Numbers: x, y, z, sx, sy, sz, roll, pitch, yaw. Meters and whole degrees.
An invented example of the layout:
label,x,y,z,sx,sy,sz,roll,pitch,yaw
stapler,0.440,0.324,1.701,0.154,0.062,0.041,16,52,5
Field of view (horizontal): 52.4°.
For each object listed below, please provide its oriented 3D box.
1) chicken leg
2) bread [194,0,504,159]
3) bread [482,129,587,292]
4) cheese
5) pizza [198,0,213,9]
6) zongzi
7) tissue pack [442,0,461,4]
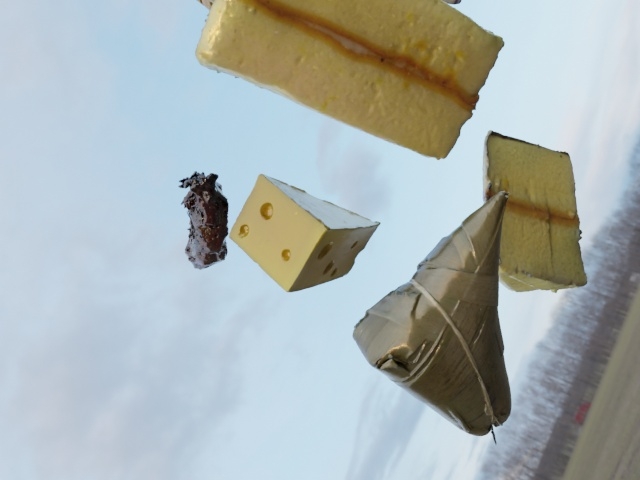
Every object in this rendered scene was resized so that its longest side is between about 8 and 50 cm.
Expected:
label,x,y,z,sx,sy,sz,roll,pitch,yaw
chicken leg,-0.182,-0.024,1.018,0.063,0.105,0.233,-15,-42,-23
bread,0.035,-0.202,0.664,0.167,0.264,0.163,-67,-14,15
bread,0.327,-0.047,1.010,0.178,0.136,0.239,27,-120,-62
cheese,0.000,0.000,0.806,0.171,0.126,0.093,9,-65,-49
pizza,-0.209,-0.543,1.476,0.069,0.194,0.154,-51,-22,-17
zongzi,0.149,0.075,0.558,0.189,0.081,0.178,39,-84,-24
tissue pack,0.148,-0.619,1.252,0.125,0.344,0.242,-87,12,-61
